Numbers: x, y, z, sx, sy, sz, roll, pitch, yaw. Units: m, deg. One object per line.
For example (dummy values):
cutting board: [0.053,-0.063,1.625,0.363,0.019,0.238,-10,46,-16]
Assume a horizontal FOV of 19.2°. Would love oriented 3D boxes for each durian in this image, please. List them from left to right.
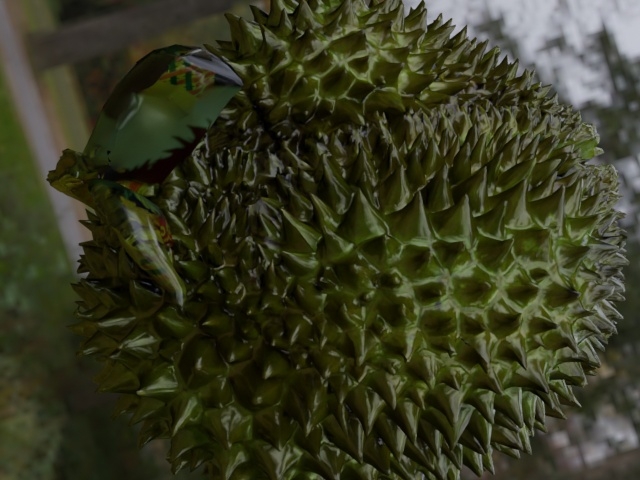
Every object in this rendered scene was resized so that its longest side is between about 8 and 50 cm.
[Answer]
durian: [0.010,0.011,0.579,0.159,0.146,0.198,38,36,6]
